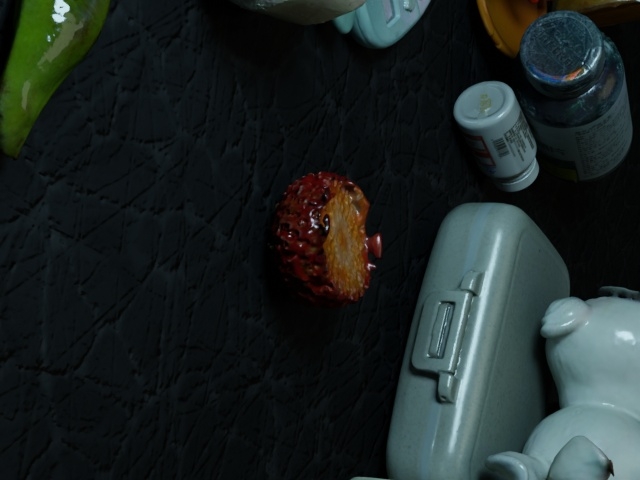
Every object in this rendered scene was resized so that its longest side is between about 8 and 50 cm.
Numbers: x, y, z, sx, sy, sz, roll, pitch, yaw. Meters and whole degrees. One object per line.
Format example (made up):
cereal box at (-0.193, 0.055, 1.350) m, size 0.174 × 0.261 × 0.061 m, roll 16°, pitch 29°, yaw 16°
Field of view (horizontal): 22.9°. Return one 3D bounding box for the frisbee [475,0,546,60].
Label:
frisbee at (0.234, -0.323, 2.021) m, size 0.192 × 0.035 × 0.192 m, roll 15°, pitch 72°, yaw -55°

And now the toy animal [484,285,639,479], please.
toy animal at (0.318, 0.213, 1.834) m, size 0.310 × 0.182 × 0.247 m, roll -63°, pitch 141°, yaw -25°

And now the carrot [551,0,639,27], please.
carrot at (0.395, -0.429, 2.174) m, size 0.196 × 0.196 × 0.254 m, roll -1°, pitch 83°, yaw -60°

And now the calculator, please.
calculator at (0.067, -0.312, 1.735) m, size 0.295 × 0.042 × 0.184 m, roll -46°, pitch 131°, yaw -52°

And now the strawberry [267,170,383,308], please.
strawberry at (0.000, 0.000, 1.596) m, size 0.145 × 0.086 × 0.145 m, roll -13°, pitch 105°, yaw -60°

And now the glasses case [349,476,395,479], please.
glasses case at (0.134, 0.371, 1.808) m, size 0.313 × 0.131 × 0.070 m, roll 54°, pitch 47°, yaw -47°

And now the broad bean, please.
broad bean at (-0.197, -0.225, 1.266) m, size 0.077 × 0.061 × 0.339 m, roll 29°, pitch 66°, yaw -49°

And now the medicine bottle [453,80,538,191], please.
medicine bottle at (0.223, -0.127, 1.975) m, size 0.140 × 0.079 × 0.079 m, roll 57°, pitch 45°, yaw -45°

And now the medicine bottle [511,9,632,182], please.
medicine bottle at (0.320, -0.185, 2.015) m, size 0.293 × 0.141 × 0.141 m, roll 55°, pitch 45°, yaw -67°

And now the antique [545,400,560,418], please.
antique at (0.335, 0.322, 2.154) m, size 0.150 × 0.125 × 0.284 m, roll -63°, pitch 142°, yaw -38°

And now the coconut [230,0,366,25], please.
coconut at (-0.016, -0.287, 1.478) m, size 0.183 × 0.170 × 0.171 m, roll -4°, pitch 96°, yaw -57°

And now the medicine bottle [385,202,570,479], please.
medicine bottle at (0.193, 0.155, 1.900) m, size 0.282 × 0.123 × 0.375 m, roll 44°, pitch 57°, yaw -55°

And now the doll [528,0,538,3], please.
doll at (0.248, -0.379, 1.955) m, size 0.245 × 0.076 × 0.142 m, roll 24°, pitch 64°, yaw -56°
